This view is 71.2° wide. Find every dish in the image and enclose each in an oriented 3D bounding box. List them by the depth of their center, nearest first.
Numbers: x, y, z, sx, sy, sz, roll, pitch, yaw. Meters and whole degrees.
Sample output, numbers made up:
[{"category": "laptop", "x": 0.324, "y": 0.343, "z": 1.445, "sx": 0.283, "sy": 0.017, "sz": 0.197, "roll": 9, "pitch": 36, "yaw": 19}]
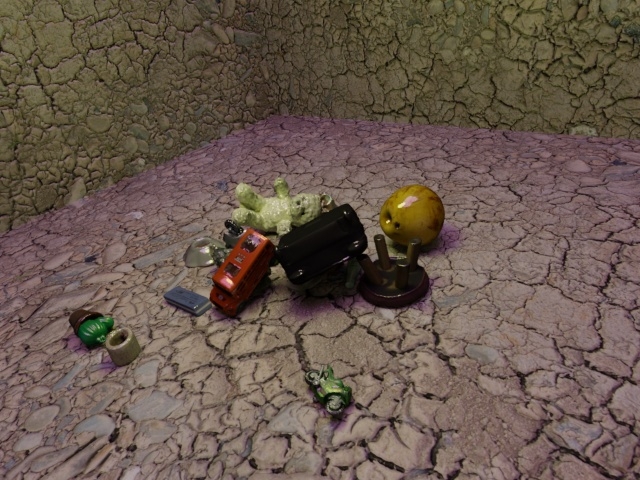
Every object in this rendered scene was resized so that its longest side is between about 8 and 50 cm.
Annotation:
[{"category": "dish", "x": -0.567, "y": 0.039, "z": 2.165, "sx": 0.230, "sy": 0.081, "sz": 0.229, "roll": -7, "pitch": 30, "yaw": 4}]

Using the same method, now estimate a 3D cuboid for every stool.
[{"category": "stool", "x": 0.273, "y": 0.106, "z": 1.702, "sx": 0.272, "sy": 0.178, "sz": 0.272, "roll": -9, "pitch": 30, "yaw": 5}]

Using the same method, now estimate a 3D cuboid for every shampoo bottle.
[{"category": "shampoo bottle", "x": 0.135, "y": 0.128, "z": 1.843, "sx": 0.069, "sy": 0.041, "sz": 0.190, "roll": 4, "pitch": 33, "yaw": 13}]

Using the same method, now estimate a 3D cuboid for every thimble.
[{"category": "thimble", "x": -0.716, "y": 0.381, "z": 1.615, "sx": 0.102, "sy": 0.090, "sz": 0.115, "roll": -20, "pitch": 33, "yaw": -17}]

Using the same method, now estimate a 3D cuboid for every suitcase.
[{"category": "suitcase", "x": 0.000, "y": 0.000, "z": 1.741, "sx": 0.345, "sy": 0.188, "sz": 0.339, "roll": -29, "pitch": 13, "yaw": 7}]

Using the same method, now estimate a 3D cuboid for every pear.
[{"category": "pear", "x": 0.398, "y": -0.105, "z": 1.937, "sx": 0.281, "sy": 0.280, "sz": 0.280, "roll": -7, "pitch": 30, "yaw": 4}]

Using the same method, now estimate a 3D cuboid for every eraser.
[{"category": "eraser", "x": -0.550, "y": 0.249, "z": 1.846, "sx": 0.225, "sy": 0.036, "sz": 0.082, "roll": 13, "pitch": 35, "yaw": 35}]

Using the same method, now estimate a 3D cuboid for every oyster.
[{"category": "oyster", "x": -0.362, "y": 0.111, "z": 1.931, "sx": 0.351, "sy": 0.158, "sz": 0.162, "roll": 32, "pitch": 23, "yaw": 28}]

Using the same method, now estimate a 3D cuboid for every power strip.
[{"category": "power strip", "x": -0.063, "y": 0.141, "z": 1.848, "sx": 0.080, "sy": 0.029, "sz": 0.227, "roll": 13, "pitch": 52, "yaw": 35}]

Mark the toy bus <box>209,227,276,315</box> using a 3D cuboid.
[{"category": "toy bus", "x": -0.312, "y": 0.124, "z": 1.750, "sx": 0.143, "sy": 0.153, "sz": 0.329, "roll": 29, "pitch": 77, "yaw": 23}]

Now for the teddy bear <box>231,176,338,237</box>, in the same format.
[{"category": "teddy bear", "x": -0.167, "y": -0.164, "z": 2.175, "sx": 0.362, "sy": 0.375, "sz": 0.327, "roll": -10, "pitch": 68, "yaw": 35}]

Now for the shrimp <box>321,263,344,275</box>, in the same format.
[{"category": "shrimp", "x": 0.034, "y": 0.074, "z": 1.943, "sx": 0.290, "sy": 0.075, "sz": 0.178, "roll": -16, "pitch": 39, "yaw": -12}]

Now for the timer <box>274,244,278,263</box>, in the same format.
[{"category": "timer", "x": -0.239, "y": 0.065, "z": 2.056, "sx": 0.140, "sy": 0.047, "sz": 0.128, "roll": 6, "pitch": 34, "yaw": 29}]

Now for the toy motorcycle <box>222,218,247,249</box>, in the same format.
[{"category": "toy motorcycle", "x": -0.345, "y": 0.013, "z": 2.029, "sx": 0.204, "sy": 0.239, "sz": 0.108, "roll": 23, "pitch": 71, "yaw": 6}]

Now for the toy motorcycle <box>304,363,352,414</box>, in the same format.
[{"category": "toy motorcycle", "x": 0.030, "y": 0.438, "z": 1.322, "sx": 0.106, "sy": 0.074, "sz": 0.190, "roll": -13, "pitch": 28, "yaw": -24}]

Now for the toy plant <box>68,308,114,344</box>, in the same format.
[{"category": "toy plant", "x": -0.882, "y": 0.338, "z": 1.738, "sx": 0.200, "sy": 0.105, "sz": 0.143, "roll": 27, "pitch": 29, "yaw": 21}]
